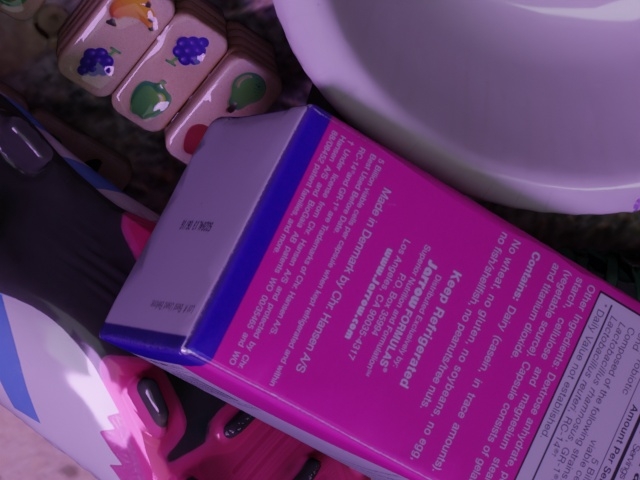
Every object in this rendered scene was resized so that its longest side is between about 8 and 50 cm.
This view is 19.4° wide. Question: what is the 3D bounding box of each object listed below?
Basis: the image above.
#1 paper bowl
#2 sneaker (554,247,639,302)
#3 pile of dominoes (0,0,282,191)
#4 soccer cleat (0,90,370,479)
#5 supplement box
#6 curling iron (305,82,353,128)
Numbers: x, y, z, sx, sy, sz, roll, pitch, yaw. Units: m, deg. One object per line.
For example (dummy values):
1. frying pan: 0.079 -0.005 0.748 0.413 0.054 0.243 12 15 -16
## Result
1. paper bowl: 0.110 -0.164 0.747 0.284 0.148 0.284 -3 121 -6
2. sneaker: 0.111 0.029 0.898 0.223 0.083 0.098 -18 114 -10
3. pile of dominoes: -0.125 -0.126 0.803 0.251 0.040 0.196 32 113 -24
4. soccer cleat: -0.112 0.032 0.854 0.331 0.143 0.116 45 66 -22
5. supplement box: 0.040 0.045 0.778 0.220 0.111 0.114 31 79 -21
6. curling iron: 0.000 0.000 0.902 0.068 0.035 0.274 -8 119 -28
